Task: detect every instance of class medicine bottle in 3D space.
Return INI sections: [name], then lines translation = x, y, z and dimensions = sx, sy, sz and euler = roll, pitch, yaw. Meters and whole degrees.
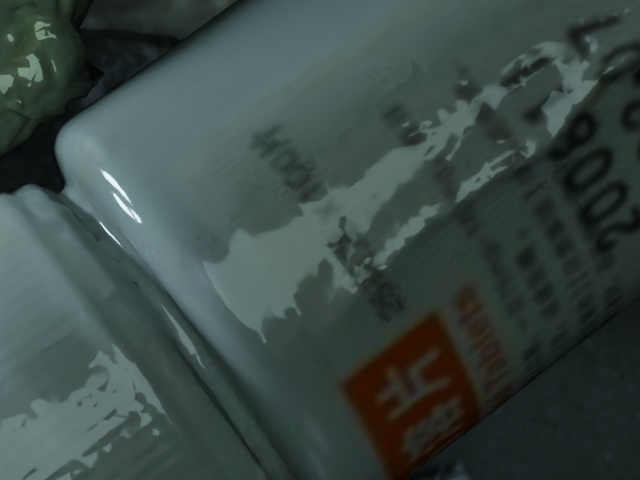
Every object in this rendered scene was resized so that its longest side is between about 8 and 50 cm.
[medicine bottle]
translation = 0.000, 0.000, 0.843
dimensions = 0.371, 0.211, 0.211
euler = -37, 90, -9

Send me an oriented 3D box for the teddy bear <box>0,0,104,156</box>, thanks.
[teddy bear]
translation = -0.168, -0.215, 0.807
dimensions = 0.362, 0.375, 0.327
euler = -41, 52, -22
